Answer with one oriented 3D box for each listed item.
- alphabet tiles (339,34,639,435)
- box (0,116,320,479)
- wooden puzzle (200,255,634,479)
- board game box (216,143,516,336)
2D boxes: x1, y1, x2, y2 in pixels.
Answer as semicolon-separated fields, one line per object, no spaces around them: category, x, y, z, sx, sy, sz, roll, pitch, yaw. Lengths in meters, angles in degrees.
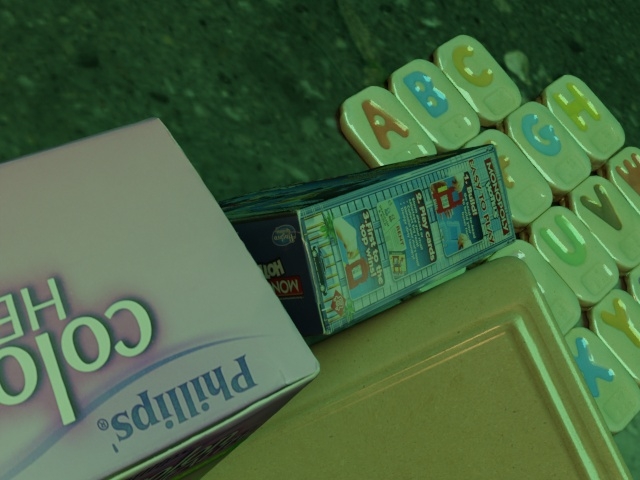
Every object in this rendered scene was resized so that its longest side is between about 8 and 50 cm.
alphabet tiles;0.146;-0.014;0.966;0.278;0.021;0.284;51;46;5
box;-0.160;0.089;0.523;0.213;0.243;0.117;-23;75;-42
wooden puzzle;0.045;0.153;0.681;0.238;0.221;0.044;67;6;22
board game box;0.000;0.000;0.750;0.194;0.194;0.060;-17;97;-41
